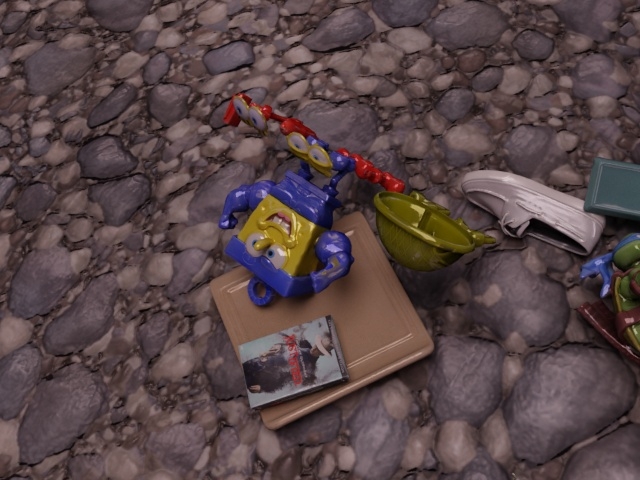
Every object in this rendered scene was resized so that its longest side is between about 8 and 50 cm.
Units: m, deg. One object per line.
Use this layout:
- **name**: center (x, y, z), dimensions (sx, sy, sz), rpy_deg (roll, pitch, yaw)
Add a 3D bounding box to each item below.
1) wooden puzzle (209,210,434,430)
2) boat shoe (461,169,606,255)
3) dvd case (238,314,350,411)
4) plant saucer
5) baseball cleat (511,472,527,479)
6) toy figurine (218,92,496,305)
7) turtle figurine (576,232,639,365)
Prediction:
- **wooden puzzle**: center (-0.004, 0.095, 1.058), dimensions (0.221, 0.044, 0.239), rpy_deg (-25, 54, -2)
- **boat shoe**: center (0.257, -0.031, 1.062), dimensions (0.184, 0.066, 0.063), rpy_deg (23, 67, 13)
- **dvd case**: center (-0.033, 0.142, 0.999), dimensions (0.119, 0.013, 0.087), rpy_deg (-18, 55, 3)
- **plant saucer**: center (0.412, -0.049, 0.998), dimensions (0.192, 0.018, 0.067), rpy_deg (12, 93, 11)
- **baseball cleat**: center (0.155, 0.338, 0.875), dimensions (0.206, 0.072, 0.109), rpy_deg (-36, 73, -4)
- **toy figurine**: center (0.000, 0.000, 1.042), dimensions (0.362, 0.191, 0.217), rpy_deg (35, 102, 24)
- **turtle figurine**: center (0.413, 0.091, 0.876), dimensions (0.274, 0.198, 0.266), rpy_deg (-7, 63, 13)
